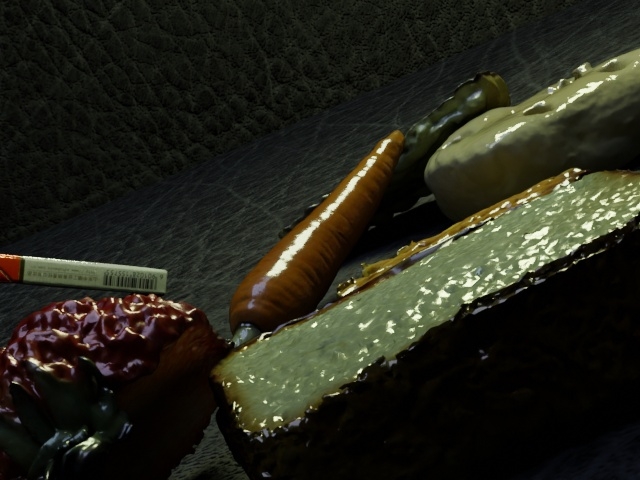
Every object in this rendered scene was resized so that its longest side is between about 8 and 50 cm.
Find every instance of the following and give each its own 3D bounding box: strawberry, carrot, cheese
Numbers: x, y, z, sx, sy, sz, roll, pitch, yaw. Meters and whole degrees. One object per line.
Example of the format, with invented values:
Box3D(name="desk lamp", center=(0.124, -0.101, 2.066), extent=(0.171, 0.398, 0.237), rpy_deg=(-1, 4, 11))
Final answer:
Box3D(name="strawberry", center=(-0.145, 0.108, 0.982), extent=(0.188, 0.106, 0.286), rpy_deg=(-65, -9, 12))
Box3D(name="carrot", center=(0.000, 0.000, 1.419), extent=(0.069, 0.069, 0.336), rpy_deg=(-17, 26, 40))
Box3D(name="cheese", center=(0.223, -0.099, 1.478), extent=(0.263, 0.093, 0.159), rpy_deg=(-28, 9, -15))

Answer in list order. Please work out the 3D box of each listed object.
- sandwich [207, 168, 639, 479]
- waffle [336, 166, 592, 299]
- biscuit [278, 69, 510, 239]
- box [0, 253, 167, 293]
Box3D(name="sandwich", center=(0.083, 0.060, 0.933), extent=(0.301, 0.099, 0.271), rpy_deg=(-28, 5, -5))
Box3D(name="waffle", center=(0.123, 0.013, 1.252), extent=(0.238, 0.058, 0.243), rpy_deg=(-26, 7, 9))
Box3D(name="biscuit", center=(0.094, -0.071, 1.619), extent=(0.273, 0.036, 0.187), rpy_deg=(-39, -14, 21))
Box3D(name="box", center=(-0.317, 0.038, 1.887), extent=(0.245, 0.035, 0.139), rpy_deg=(5, -2, -24))
